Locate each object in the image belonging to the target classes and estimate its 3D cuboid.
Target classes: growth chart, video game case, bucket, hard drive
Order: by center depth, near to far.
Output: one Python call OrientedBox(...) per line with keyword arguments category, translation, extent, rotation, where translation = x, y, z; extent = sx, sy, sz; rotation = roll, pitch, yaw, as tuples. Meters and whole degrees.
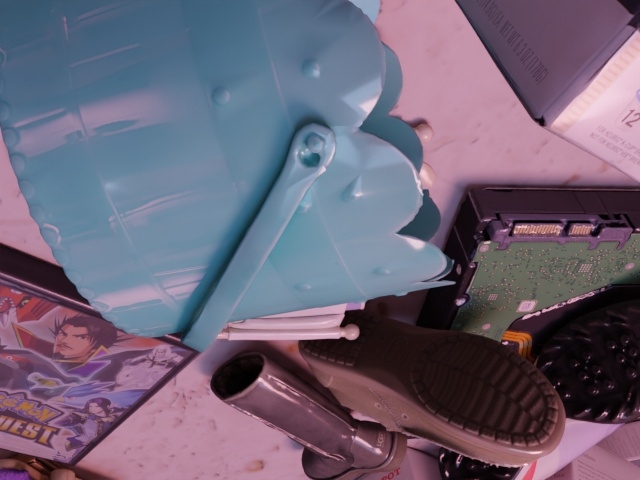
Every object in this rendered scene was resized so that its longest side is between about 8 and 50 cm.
OrientedBox(category="bucket", translation=(-0.042, -0.077, 0.468), extent=(0.183, 0.281, 0.281), rotation=(-15, 137, 10))
OrientedBox(category="growth chart", translation=(0.000, 0.000, 0.694), extent=(0.172, 0.021, 0.237), rotation=(6, 121, -17))
OrientedBox(category="video game case", translation=(-0.293, 0.117, 0.766), extent=(0.275, 0.035, 0.248), rotation=(28, 123, -35))
OrientedBox(category="hard drive", translation=(0.220, 0.088, 0.840), extent=(0.237, 0.064, 0.339), rotation=(-1, 136, -13))

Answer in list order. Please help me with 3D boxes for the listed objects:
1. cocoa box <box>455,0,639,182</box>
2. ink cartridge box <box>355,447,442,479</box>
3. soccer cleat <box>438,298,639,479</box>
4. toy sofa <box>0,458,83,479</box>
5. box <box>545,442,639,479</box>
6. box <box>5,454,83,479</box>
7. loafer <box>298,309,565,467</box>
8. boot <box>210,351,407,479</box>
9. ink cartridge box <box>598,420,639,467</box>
OrientedBox(category="cocoa box", translation=(0.277, -0.150, 0.485), extent=(0.347, 0.231, 0.228), rotation=(21, 124, -31))
OrientedBox(category="ink cartridge box", translation=(0.103, 0.401, 1.021), extent=(0.092, 0.218, 0.158), rotation=(33, 120, -31))
OrientedBox(category="soccer cleat", translation=(0.259, 0.166, 0.826), extent=(0.116, 0.108, 0.318), rotation=(6, 135, -47))
OrientedBox(category="toy sofa", translation=(-0.401, 0.406, 0.924), extent=(0.362, 0.150, 0.177), rotation=(-32, 135, 20))
OrientedBox(category="box", translation=(0.281, 0.326, 0.986), extent=(0.182, 0.119, 0.181), rotation=(31, 141, -32))
OrientedBox(category="box", translation=(-0.380, 0.325, 0.969), extent=(0.201, 0.021, 0.164), rotation=(-22, 136, 9))
OrientedBox(category="loafer", translation=(0.103, 0.139, 0.758), extent=(0.102, 0.268, 0.092), rotation=(-49, 140, -27))
OrientedBox(category="boot", translation=(-0.032, 0.201, 0.885), extent=(0.208, 0.076, 0.189), rotation=(25, 143, -26))
OrientedBox(category="ink cartridge box", translation=(0.418, 0.375, 1.181), extent=(0.307, 0.072, 0.303), rotation=(-13, 136, -3))
